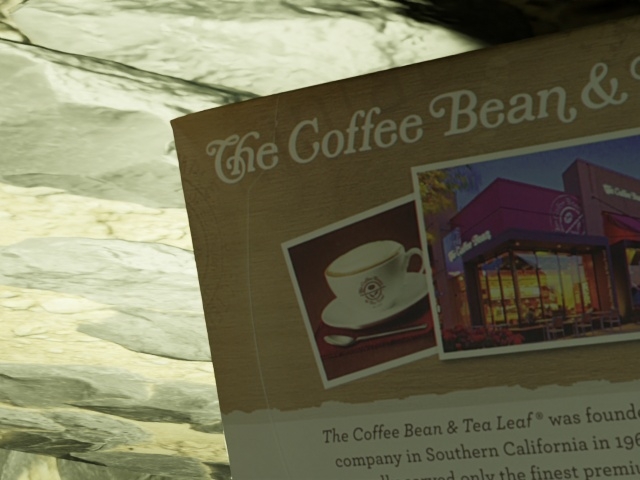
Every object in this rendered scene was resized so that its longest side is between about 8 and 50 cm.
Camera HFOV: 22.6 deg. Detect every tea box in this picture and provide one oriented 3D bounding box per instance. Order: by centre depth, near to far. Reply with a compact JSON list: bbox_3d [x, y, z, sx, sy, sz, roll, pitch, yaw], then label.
[{"bbox_3d":[0.165,0.014,0.726,0.329,0.220,0.323,-9,180,31],"label":"tea box"}]
